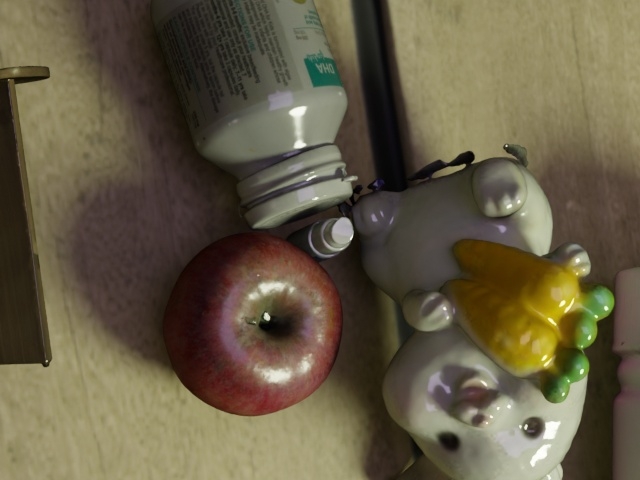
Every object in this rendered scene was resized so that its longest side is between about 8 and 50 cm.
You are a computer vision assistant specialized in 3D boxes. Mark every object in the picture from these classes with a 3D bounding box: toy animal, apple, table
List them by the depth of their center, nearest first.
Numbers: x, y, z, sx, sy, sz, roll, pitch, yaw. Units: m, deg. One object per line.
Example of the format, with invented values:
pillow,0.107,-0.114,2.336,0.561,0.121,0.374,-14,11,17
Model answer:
table,-0.277,-0.011,1.038,0.167,0.167,0.226,-9,96,-23
apple,-0.057,0.071,1.126,0.153,0.120,0.153,4,82,-28
toy animal,0.130,0.090,1.148,0.183,0.247,0.310,-10,73,-7

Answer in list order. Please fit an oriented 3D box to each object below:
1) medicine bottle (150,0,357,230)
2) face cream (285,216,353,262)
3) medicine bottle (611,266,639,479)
medicine bottle,-0.050,-0.123,1.131,0.135,0.135,0.215,-17,83,-23
face cream,0.000,0.000,1.149,0.034,0.130,0.034,2,82,-16
medicine bottle,0.371,0.191,1.239,0.212,0.212,0.325,5,81,-22
